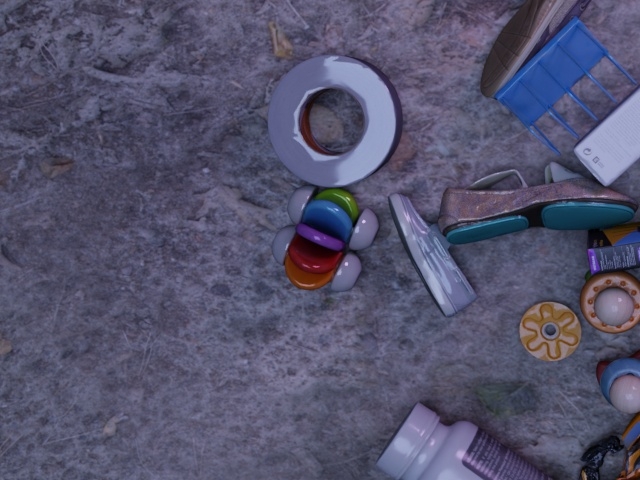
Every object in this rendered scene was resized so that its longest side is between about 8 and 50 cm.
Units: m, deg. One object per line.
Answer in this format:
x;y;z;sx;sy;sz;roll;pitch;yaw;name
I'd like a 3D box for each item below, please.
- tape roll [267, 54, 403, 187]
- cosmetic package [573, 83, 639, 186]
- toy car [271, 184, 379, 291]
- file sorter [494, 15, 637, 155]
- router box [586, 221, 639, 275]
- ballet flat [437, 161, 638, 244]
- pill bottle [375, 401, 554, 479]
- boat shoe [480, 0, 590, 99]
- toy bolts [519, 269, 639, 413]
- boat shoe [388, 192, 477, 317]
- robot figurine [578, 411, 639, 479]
0.025;-0.200;1.793;0.219;0.072;0.219;2;99;15;tape roll
0.502;-0.193;1.649;0.231;0.117;0.085;-43;87;18;cosmetic package
0.000;0.000;1.796;0.159;0.136;0.182;25;104;10;toy car
0.382;-0.231;1.652;0.170;0.118;0.104;-44;52;17;file sorter
0.482;0.007;1.651;0.133;0.179;0.046;-10;97;16;router box
0.343;-0.070;1.715;0.316;0.107;0.106;-6;65;7;ballet flat
0.256;0.412;1.774;0.318;0.176;0.176;35;105;7;pill bottle
0.356;-0.336;1.674;0.092;0.103;0.285;24;106;-23;boat shoe
0.437;0.176;1.699;0.218;0.158;0.228;-26;91;17;toy bolts
0.190;0.014;1.790;0.081;0.079;0.227;-27;90;-3;boat shoe
0.554;0.369;1.738;0.211;0.085;0.291;36;105;8;robot figurine
